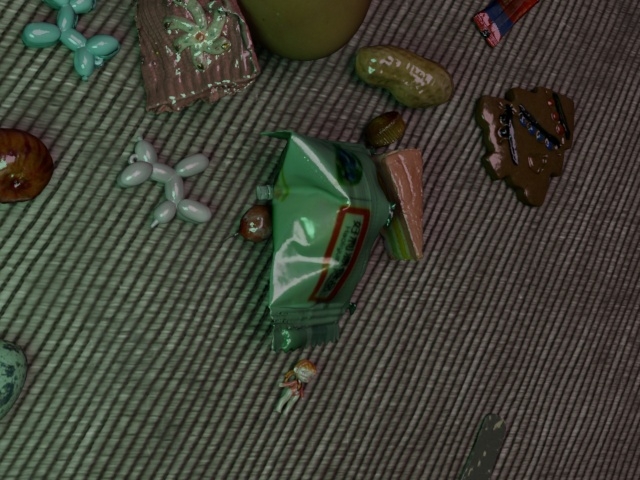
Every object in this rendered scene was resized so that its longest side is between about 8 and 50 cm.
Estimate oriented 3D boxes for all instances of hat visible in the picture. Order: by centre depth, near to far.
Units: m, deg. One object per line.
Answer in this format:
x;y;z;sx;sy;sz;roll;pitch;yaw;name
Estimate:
-0.234;-0.370;1.440;0.107;0.237;0.286;-16;93;-68;hat

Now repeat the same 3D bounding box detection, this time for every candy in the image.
-0.006;0.000;1.540;0.263;0.172;0.398;7;91;-51;candy

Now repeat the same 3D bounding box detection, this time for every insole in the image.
0.330;0.480;1.767;0.081;0.011;0.248;29;74;-23;insole

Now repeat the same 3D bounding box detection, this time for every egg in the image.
-0.521;0.218;1.278;0.172;0.132;0.132;-39;104;-33;egg
-0.049;-0.504;1.492;0.301;0.301;0.374;-20;104;-27;egg

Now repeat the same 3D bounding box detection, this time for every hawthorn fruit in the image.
-0.132;-0.024;1.544;0.103;0.067;0.067;-20;95;-15;hawthorn fruit

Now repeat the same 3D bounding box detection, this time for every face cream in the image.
-0.066;-0.093;1.603;0.115;0.020;0.038;-6;90;-30;face cream

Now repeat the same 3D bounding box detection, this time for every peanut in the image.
0.169;-0.328;1.704;0.226;0.095;0.108;19;74;-24;peanut

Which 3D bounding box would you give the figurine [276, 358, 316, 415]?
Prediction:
-0.048;0.270;1.569;0.064;0.047;0.109;35;80;-28;figurine

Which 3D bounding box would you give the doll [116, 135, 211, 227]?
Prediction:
-0.272;-0.102;1.476;0.160;0.059;0.161;-3;88;-29;doll

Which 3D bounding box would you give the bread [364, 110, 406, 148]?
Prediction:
0.125;-0.224;1.680;0.085;0.085;0.053;-47;113;-23;bread

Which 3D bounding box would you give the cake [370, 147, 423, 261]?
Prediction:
0.142;-0.068;1.660;0.090;0.109;0.225;2;84;-28;cake

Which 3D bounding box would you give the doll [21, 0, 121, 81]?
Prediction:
-0.414;-0.350;1.423;0.158;0.059;0.159;10;80;-26;doll

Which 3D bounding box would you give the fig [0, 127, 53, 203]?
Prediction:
-0.500;-0.125;1.332;0.150;0.128;0.128;29;71;7;fig

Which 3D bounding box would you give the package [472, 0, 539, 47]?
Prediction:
0.419;-0.519;1.892;0.200;0.022;0.083;-45;105;-22;package

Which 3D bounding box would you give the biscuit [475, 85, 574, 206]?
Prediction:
0.470;-0.240;1.883;0.301;0.043;0.278;-42;105;-24;biscuit
